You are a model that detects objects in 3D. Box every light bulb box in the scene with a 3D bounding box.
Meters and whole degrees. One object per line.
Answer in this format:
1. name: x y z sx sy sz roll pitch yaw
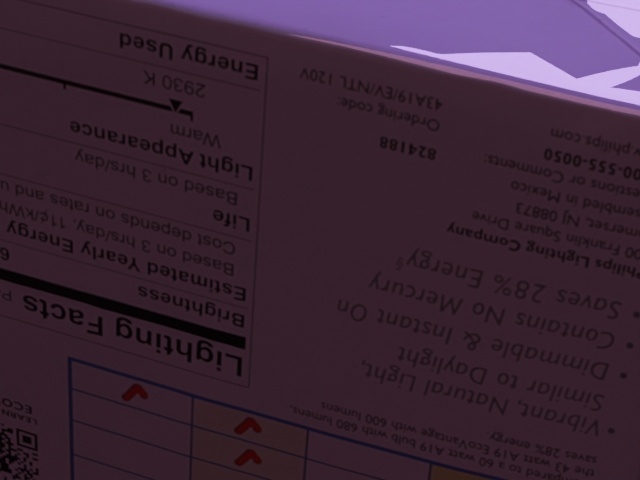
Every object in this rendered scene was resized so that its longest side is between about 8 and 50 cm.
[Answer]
1. light bulb box: 0.000 0.000 0.851 0.358 0.361 0.225 15 39 13
